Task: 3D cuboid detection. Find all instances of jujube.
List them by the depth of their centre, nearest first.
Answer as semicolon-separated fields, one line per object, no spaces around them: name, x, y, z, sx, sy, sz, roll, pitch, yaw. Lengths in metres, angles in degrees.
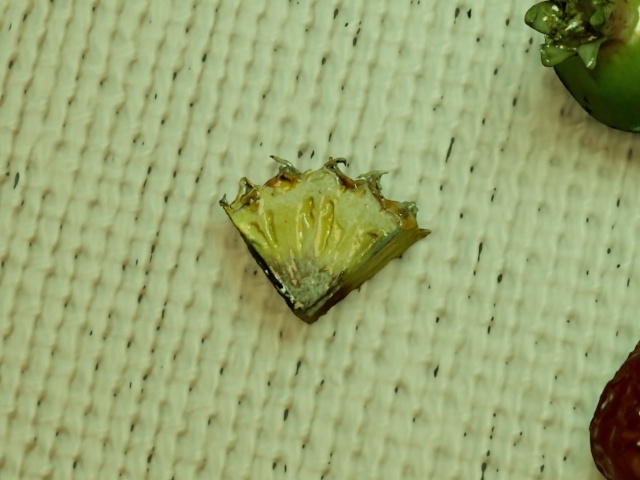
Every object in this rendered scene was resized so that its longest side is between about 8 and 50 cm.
jujube;0.406;0.189;1.725;0.213;0.213;0.232;38;89;12

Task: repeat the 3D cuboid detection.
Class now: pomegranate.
pomegranate;0.354;-0.215;1.754;0.231;0.286;0.231;4;100;20

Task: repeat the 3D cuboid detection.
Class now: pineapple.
pineapple;0.000;0.000;1.866;0.236;0.114;0.186;2;81;18
